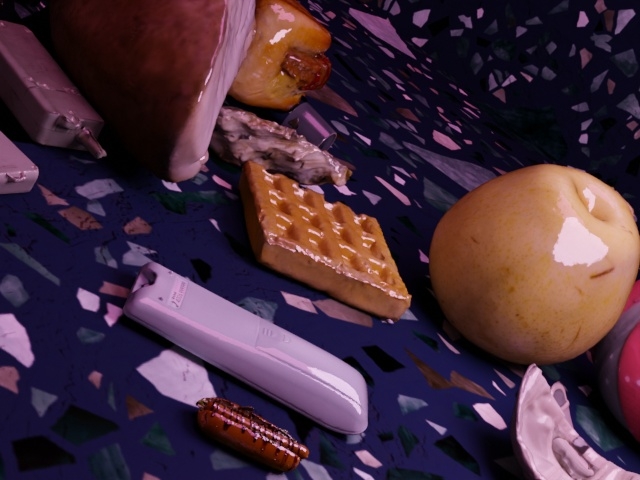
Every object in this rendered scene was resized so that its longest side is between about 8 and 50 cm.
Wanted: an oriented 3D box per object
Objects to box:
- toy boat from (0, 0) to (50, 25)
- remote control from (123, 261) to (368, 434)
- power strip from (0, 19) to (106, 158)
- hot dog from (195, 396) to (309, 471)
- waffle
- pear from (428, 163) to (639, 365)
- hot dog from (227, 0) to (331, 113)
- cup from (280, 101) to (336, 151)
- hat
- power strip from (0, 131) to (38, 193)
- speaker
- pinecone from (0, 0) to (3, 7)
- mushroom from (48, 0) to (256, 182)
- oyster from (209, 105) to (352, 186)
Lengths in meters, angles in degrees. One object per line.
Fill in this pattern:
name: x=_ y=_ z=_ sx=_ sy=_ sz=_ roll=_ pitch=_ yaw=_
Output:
toy boat: x=-0.430 y=-0.390 z=1.519 sx=0.103 sy=0.093 sz=0.246 roll=43 pitch=23 yaw=2
remote control: x=-0.071 y=0.113 z=1.064 sx=0.293 sy=0.051 sz=0.103 roll=29 pitch=23 yaw=-12
power strip: x=-0.362 y=-0.192 z=1.266 sx=0.093 sy=0.053 sz=0.288 roll=5 pitch=36 yaw=-52
hot dog: x=-0.066 y=0.185 z=0.944 sx=0.122 sy=0.037 sz=0.049 roll=27 pitch=27 yaw=-14
waffle: x=0.000 y=0.000 z=1.386 sx=0.248 sy=0.055 sz=0.221 roll=25 pitch=24 yaw=-24
pear: x=0.321 y=0.034 z=1.464 sx=0.309 sy=0.309 sz=0.309 roll=29 pitch=23 yaw=-14
hot dog: x=-0.101 y=-0.350 z=1.735 sx=0.223 sy=0.185 sz=0.405 roll=30 pitch=14 yaw=-30
cup: x=-0.029 y=-0.182 z=1.703 sx=0.077 sy=0.078 sz=0.100 roll=44 pitch=58 yaw=11
hat: x=0.319 y=0.283 z=1.241 sx=0.219 sy=0.164 sz=0.226 roll=46 pitch=-15 yaw=25
power strip: x=-0.398 y=-0.118 z=1.092 sx=0.192 sy=0.035 sz=0.081 roll=42 pitch=24 yaw=18
speaker: x=0.559 y=0.196 z=1.488 sx=0.294 sy=0.294 sz=0.294 roll=29 pitch=23 yaw=-14
pinecone: x=-0.518 y=-0.407 z=1.276 sx=0.292 sy=0.246 sz=0.246 roll=36 pitch=17 yaw=-38
mushroom: x=-0.248 y=-0.266 z=1.324 sx=0.313 sy=0.224 sz=0.397 roll=5 pitch=50 yaw=1
oyster: x=-0.119 y=-0.167 z=1.522 sx=0.354 sy=0.107 sz=0.201 roll=27 pitch=0 yaw=14
